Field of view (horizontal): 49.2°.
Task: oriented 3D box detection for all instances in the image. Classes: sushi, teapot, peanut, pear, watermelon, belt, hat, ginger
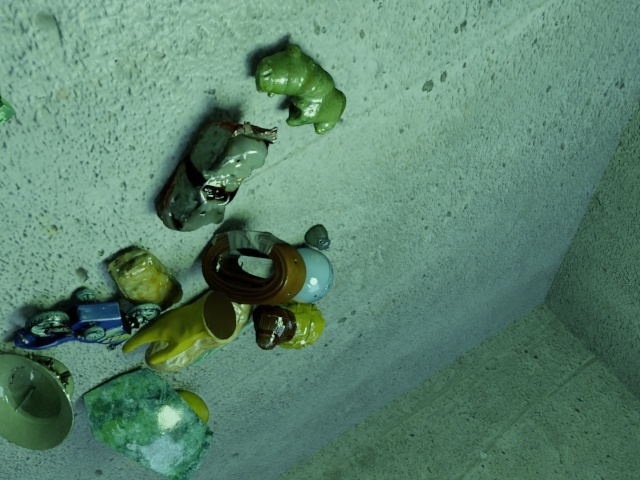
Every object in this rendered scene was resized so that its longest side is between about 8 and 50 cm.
[{"bbox_3d":[-0.223,-0.136,1.466,0.124,0.130,0.332,5,130,-51],"label":"sushi"},{"bbox_3d":[0.000,0.000,1.982,0.066,0.057,0.088,-39,150,1],"label":"teapot"},{"bbox_3d":[-0.320,0.238,1.863,0.325,0.153,0.140,-37,147,-18],"label":"peanut"},{"bbox_3d":[-0.425,0.540,2.169,0.149,0.149,0.162,-44,144,9],"label":"pear"},{"bbox_3d":[-0.500,0.515,2.005,0.228,0.387,0.258,-54,-161,-20],"label":"watermelon"},{"bbox_3d":[-0.165,0.065,1.705,0.105,0.261,0.184,5,98,-57],"label":"belt"},{"bbox_3d":[-0.658,0.345,1.629,0.257,0.257,0.130,-54,-179,25],"label":"hat"},{"bbox_3d":[-0.036,-0.311,1.478,0.137,0.089,0.290,-34,153,9],"label":"ginger"}]

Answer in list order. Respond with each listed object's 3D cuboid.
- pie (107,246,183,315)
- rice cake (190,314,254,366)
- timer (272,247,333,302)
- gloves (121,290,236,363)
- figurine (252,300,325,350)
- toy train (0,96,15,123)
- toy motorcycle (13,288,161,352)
[{"bbox_3d":[-0.410,0.111,1.670,0.129,0.068,0.282,-32,155,-9],"label":"pie"},{"bbox_3d":[-0.290,0.295,2.084,0.245,0.042,0.045,-36,163,-6],"label":"rice cake"},{"bbox_3d":[-0.079,0.100,1.937,0.255,0.175,0.175,-1,134,-40],"label":"timer"},{"bbox_3d":[-0.356,0.215,1.701,0.294,0.116,0.133,-18,-172,27],"label":"gloves"},{"bbox_3d":[-0.107,0.222,1.964,0.168,0.187,0.315,-55,167,-2],"label":"figurine"},{"bbox_3d":[-0.538,-0.200,1.122,0.083,0.033,0.053,-40,154,3],"label":"toy train"},{"bbox_3d":[-0.532,0.199,1.613,0.315,0.113,0.169,-2,148,-34],"label":"toy motorcycle"}]
